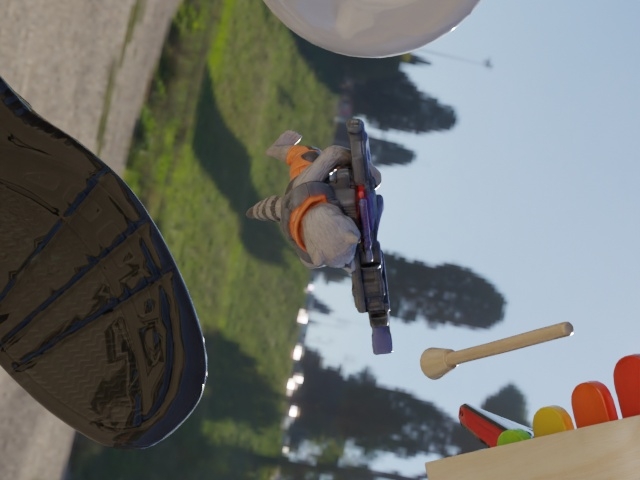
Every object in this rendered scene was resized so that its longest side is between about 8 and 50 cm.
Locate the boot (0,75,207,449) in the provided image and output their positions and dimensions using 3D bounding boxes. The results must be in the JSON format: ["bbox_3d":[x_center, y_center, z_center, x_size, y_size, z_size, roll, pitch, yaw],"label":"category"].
[{"bbox_3d":[-0.212,0.003,0.918,0.138,0.377,0.284,-43,170,-9],"label":"boot"}]

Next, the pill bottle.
[{"bbox_3d":[0.038,-0.312,1.150,0.392,0.224,0.224,-96,-161,-73],"label":"pill bottle"}]

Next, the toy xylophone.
[{"bbox_3d":[0.187,0.185,0.969,0.322,0.081,0.236,-15,-98,56],"label":"toy xylophone"}]

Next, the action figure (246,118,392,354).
[{"bbox_3d":[0.000,0.000,1.724,0.330,0.178,0.341,-134,-145,-78],"label":"action figure"}]

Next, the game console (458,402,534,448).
[{"bbox_3d":[0.406,0.331,1.624,0.060,0.386,0.342,-65,-161,4],"label":"game console"}]
